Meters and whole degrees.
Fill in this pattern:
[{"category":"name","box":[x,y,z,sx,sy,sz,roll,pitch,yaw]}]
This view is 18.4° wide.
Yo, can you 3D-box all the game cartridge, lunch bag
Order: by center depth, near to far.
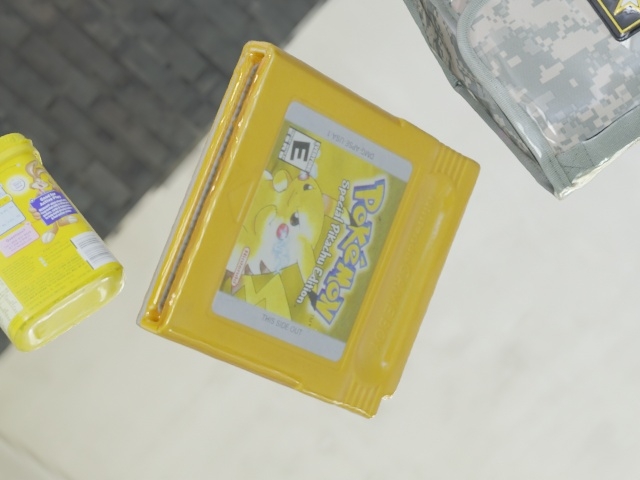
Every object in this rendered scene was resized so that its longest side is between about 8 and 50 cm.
[{"category":"lunch bag","box":[0.209,-0.172,1.464,0.169,0.235,0.287,58,179,-33]},{"category":"game cartridge","box":[0.000,0.000,1.885,0.324,0.285,0.053,25,174,-42]}]

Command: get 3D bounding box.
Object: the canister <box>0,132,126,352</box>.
[{"category":"canister","box":[-0.269,0.003,1.773,0.170,0.126,0.073,50,162,22]}]
